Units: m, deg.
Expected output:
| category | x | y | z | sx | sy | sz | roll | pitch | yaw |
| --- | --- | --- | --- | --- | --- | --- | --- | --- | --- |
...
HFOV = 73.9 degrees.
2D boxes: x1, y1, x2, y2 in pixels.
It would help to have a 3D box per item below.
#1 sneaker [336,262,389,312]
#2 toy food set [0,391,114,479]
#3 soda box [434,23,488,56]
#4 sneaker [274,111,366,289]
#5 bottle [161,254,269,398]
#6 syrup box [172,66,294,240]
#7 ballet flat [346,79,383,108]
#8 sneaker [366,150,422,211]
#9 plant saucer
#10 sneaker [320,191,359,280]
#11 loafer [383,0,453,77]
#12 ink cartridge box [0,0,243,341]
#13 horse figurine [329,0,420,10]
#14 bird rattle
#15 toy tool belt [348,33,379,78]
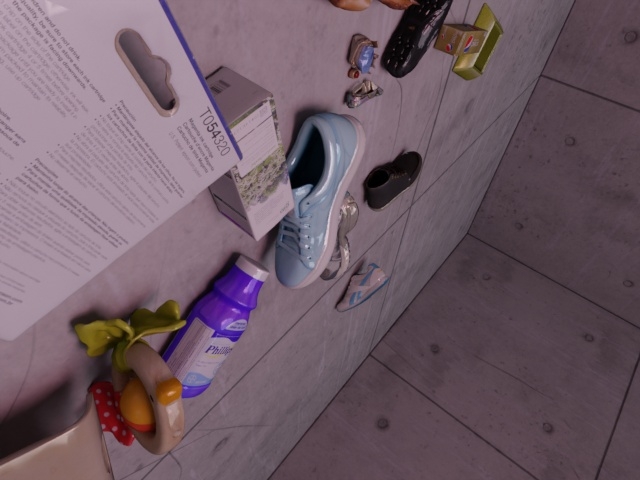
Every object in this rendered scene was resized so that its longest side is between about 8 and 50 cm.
| category | x | y | z | sx | sy | sz | roll | pitch | yaw |
| --- | --- | --- | --- | --- | --- | --- | --- | --- | --- |
| sneaker | 0.138 | 0.174 | 1.526 | 0.229 | 0.092 | 0.087 | -43 | 165 | 20 |
| toy food set | -0.433 | 0.351 | 0.549 | 0.306 | 0.092 | 0.219 | -20 | 125 | -40 |
| soda box | 0.359 | -0.512 | 1.082 | 0.181 | 0.061 | 0.058 | -31 | 147 | -46 |
| sneaker | -0.042 | -0.068 | 0.807 | 0.150 | 0.135 | 0.365 | -6 | 118 | -52 |
| bottle | -0.200 | 0.162 | 0.815 | 0.282 | 0.092 | 0.118 | -57 | 156 | 1 |
| syrup box | -0.113 | -0.113 | 0.621 | 0.093 | 0.096 | 0.236 | -45 | 155 | -22 |
| ballet flat | 0.092 | -0.302 | 0.861 | 0.114 | 0.041 | 0.041 | -39 | 151 | -38 |
| sneaker | 0.213 | -0.188 | 1.192 | 0.222 | 0.083 | 0.118 | -50 | 156 | -14 |
| plant saucer | 0.478 | -0.572 | 1.261 | 0.188 | 0.045 | 0.188 | -17 | 136 | -57 |
| sneaker | 0.000 | 0.000 | 1.028 | 0.122 | 0.110 | 0.282 | -23 | 141 | -25 |
| loafer | 0.206 | -0.439 | 0.864 | 0.223 | 0.076 | 0.078 | -59 | 163 | 18 |
| ink cartridge box | -0.257 | -0.084 | 0.361 | 0.330 | 0.071 | 0.324 | -42 | 154 | -13 |
| horse figurine | 0.072 | -0.415 | 0.634 | 0.263 | 0.066 | 0.174 | -44 | 148 | -34 |
| bird rattle | -0.275 | 0.225 | 0.626 | 0.143 | 0.207 | 0.253 | -4 | 118 | -48 |
| toy tool belt | 0.080 | -0.329 | 0.778 | 0.052 | 0.051 | 0.083 | -39 | 152 | -36 |
